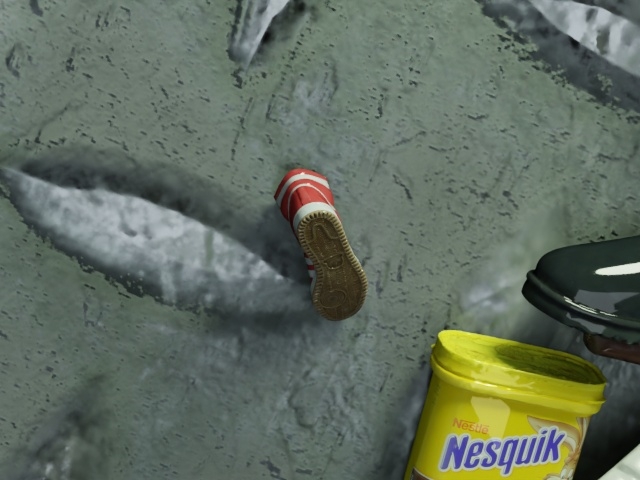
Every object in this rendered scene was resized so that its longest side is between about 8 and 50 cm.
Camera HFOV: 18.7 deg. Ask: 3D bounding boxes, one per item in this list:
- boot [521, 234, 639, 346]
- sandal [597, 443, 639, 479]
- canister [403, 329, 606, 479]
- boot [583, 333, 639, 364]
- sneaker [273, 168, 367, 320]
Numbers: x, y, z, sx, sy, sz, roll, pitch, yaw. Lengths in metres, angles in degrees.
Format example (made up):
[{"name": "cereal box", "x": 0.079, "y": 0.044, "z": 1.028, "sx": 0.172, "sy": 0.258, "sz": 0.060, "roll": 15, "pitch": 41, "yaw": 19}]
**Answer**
[{"name": "boot", "x": 0.279, "y": -0.026, "z": 1.371, "sx": 0.246, "sy": 0.094, "sz": 0.207, "roll": 10, "pitch": 107, "yaw": -16}, {"name": "sandal", "x": 0.278, "y": 0.213, "z": 1.411, "sx": 0.416, "sy": 0.102, "sz": 0.169, "roll": -25, "pitch": 63, "yaw": -17}, {"name": "canister", "x": 0.125, "y": 0.163, "z": 1.415, "sx": 0.126, "sy": 0.073, "sz": 0.170, "roll": 12, "pitch": 104, "yaw": -10}, {"name": "boot", "x": 0.243, "y": 0.088, "z": 1.390, "sx": 0.114, "sy": 0.106, "sz": 0.037, "roll": 17, "pitch": 106, "yaw": -10}, {"name": "sneaker", "x": 0.000, "y": 0.000, "z": 1.378, "sx": 0.042, "sy": 0.067, "sz": 0.118, "roll": -20, "pitch": 136, "yaw": -4}]
